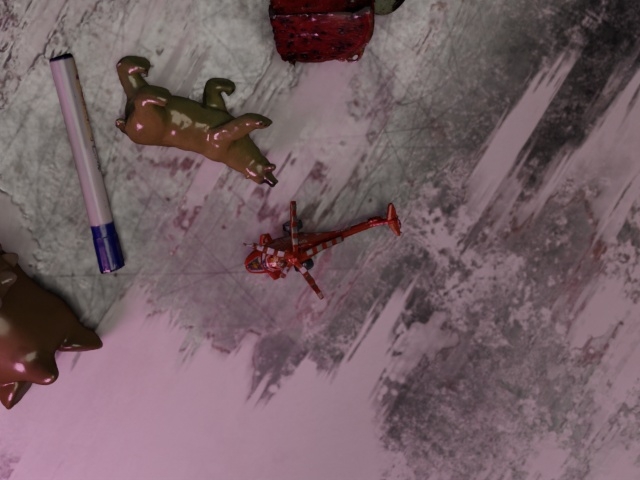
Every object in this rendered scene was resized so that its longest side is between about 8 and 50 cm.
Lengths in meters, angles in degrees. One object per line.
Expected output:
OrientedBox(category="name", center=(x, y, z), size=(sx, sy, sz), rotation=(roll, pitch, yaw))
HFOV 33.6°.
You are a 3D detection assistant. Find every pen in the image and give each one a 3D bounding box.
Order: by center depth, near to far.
OrientedBox(category="pen", center=(-0.282, -0.091, 1.281), size=(0.033, 0.033, 0.269), rotation=(-13, 103, -7))

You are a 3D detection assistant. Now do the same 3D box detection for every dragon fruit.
OrientedBox(category="dragon fruit", center=(0.006, -0.297, 1.242), size=(0.121, 0.127, 0.161), rotation=(2, 76, 5))

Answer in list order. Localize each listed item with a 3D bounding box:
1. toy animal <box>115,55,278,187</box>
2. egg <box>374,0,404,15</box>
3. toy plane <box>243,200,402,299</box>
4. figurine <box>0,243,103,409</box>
OrientedBox(category="toy animal", center=(-0.146, -0.137, 1.272), size=(0.219, 0.103, 0.101), rotation=(12, 119, -14))
OrientedBox(category="egg", center=(0.078, -0.324, 1.263), size=(0.085, 0.085, 0.110), rotation=(2, 105, -10))
OrientedBox(category="toy plane", center=(-0.003, -0.007, 1.328), size=(0.194, 0.077, 0.126), rotation=(-39, 109, -8))
OrientedBox(category="figurine", center=(-0.397, 0.096, 1.229), size=(0.177, 0.173, 0.247), rotation=(-35, 105, -1))
